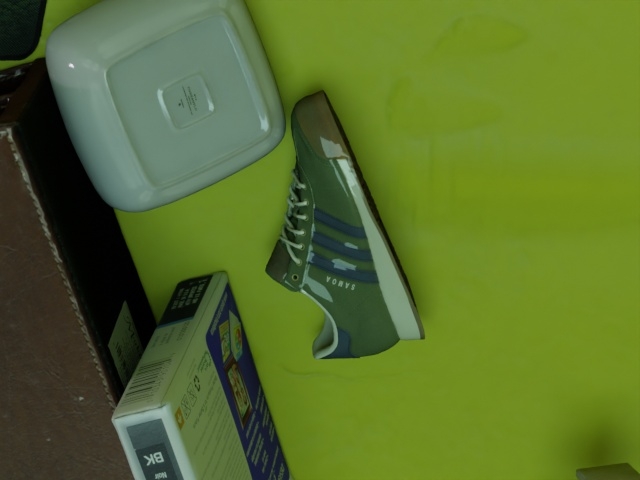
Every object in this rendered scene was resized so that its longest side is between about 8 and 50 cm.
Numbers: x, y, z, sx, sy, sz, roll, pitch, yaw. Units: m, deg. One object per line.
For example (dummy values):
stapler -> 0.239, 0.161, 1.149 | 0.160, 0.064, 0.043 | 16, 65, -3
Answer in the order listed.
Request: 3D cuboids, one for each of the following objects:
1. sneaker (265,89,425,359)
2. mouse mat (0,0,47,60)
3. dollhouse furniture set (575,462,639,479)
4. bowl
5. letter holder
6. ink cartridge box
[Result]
sneaker -> 0.000, 0.000, 1.312 | 0.086, 0.064, 0.192 | -21, 114, 4
mouse mat -> -0.249, -0.186, 1.222 | 0.190, 0.007, 0.152 | -2, 116, -34
dollhouse furniture set -> 0.227, 0.225, 1.403 | 0.161, 0.101, 0.182 | -4, 113, -24
bowl -> -0.093, -0.093, 1.258 | 0.142, 0.053, 0.142 | -26, 114, -14
letter holder -> -0.235, 0.063, 1.298 | 0.214, 0.152, 0.301 | -15, 110, 8
ink cartridge box -> -0.066, 0.155, 1.300 | 0.045, 0.206, 0.208 | -14, 110, 13
